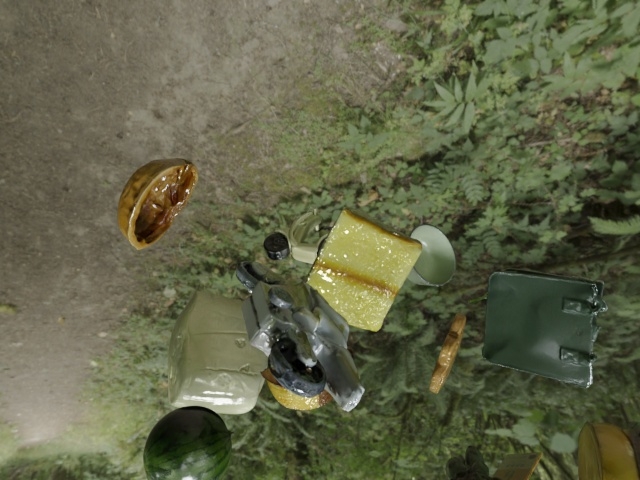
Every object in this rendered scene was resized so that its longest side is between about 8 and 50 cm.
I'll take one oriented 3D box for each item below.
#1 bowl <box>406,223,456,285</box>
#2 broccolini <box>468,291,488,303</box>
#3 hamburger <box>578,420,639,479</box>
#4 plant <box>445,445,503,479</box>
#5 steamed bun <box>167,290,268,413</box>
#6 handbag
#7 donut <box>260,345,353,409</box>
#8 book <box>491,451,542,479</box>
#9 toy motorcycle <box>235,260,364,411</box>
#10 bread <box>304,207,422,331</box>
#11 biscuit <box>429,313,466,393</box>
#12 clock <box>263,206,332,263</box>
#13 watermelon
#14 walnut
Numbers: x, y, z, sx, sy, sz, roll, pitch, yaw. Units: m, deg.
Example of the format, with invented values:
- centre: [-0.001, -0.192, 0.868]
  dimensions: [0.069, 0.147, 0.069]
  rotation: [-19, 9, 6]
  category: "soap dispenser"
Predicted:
- centre: [0.337, 0.057, 1.354]
  dimensions: [0.211, 0.211, 0.112]
  rotation: [5, 163, -29]
  category: "bowl"
- centre: [0.569, 0.198, 1.405]
  dimensions: [0.139, 0.030, 0.035]
  rotation: [-16, 140, -16]
  category: "broccolini"
- centre: [0.956, 0.767, 1.209]
  dimensions: [0.277, 0.396, 0.396]
  rotation: [1, 160, 24]
  category: "hamburger"
- centre: [0.363, 0.588, 0.947]
  dimensions: [0.146, 0.149, 0.274]
  rotation: [-52, 166, 4]
  category: "plant"
- centre: [-0.421, 0.454, 1.625]
  dimensions: [0.371, 0.456, 0.290]
  rotation: [16, 137, -20]
  category: "steamed bun"
- centre: [0.538, 0.203, 0.994]
  dimensions: [0.079, 0.248, 0.260]
  rotation: [1, -176, -41]
  category: "handbag"
- centre: [-0.010, 0.419, 1.192]
  dimensions: [0.295, 0.151, 0.112]
  rotation: [-13, 112, -21]
  category: "donut"
- centre: [0.575, 0.685, 1.204]
  dimensions: [0.172, 0.012, 0.118]
  rotation: [-18, 166, -43]
  category: "book"
- centre: [-0.022, 0.099, 0.468]
  dimensions: [0.151, 0.229, 0.074]
  rotation: [29, 100, -33]
  category: "toy motorcycle"
- centre: [0.042, 0.026, 1.007]
  dimensions: [0.244, 0.361, 0.233]
  rotation: [22, 99, -24]
  category: "bread"
- centre: [0.467, 0.427, 1.486]
  dimensions: [0.052, 0.275, 0.355]
  rotation: [21, 136, 24]
  category: "biscuit"
- centre: [0.000, 0.000, 1.528]
  dimensions: [0.379, 0.276, 0.120]
  rotation: [17, 140, 18]
  category: "clock"
- centre: [-0.373, 0.599, 1.156]
  dimensions: [0.242, 0.242, 0.242]
  rotation: [-8, 154, -4]
  category: "watermelon"
- centre: [-0.350, -0.091, 0.833]
  dimensions: [0.087, 0.211, 0.167]
  rotation: [33, 179, 6]
  category: "walnut"
